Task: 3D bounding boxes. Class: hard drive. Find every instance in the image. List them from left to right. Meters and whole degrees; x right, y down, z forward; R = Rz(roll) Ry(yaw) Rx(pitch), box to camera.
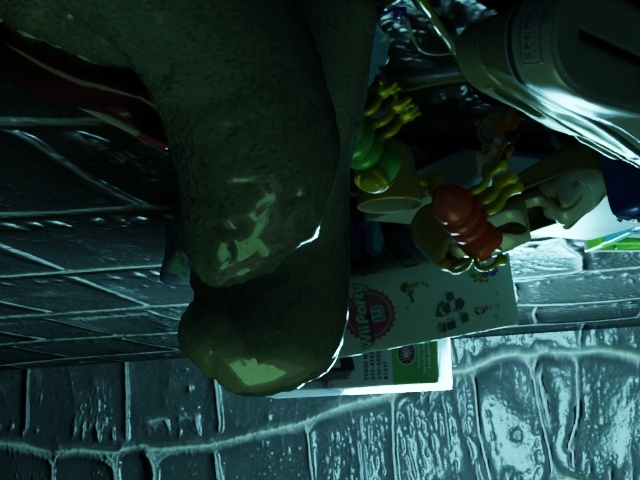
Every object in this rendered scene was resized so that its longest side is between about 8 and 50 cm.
[{"bbox_3d":[0.238,-0.048,1.226,0.318,0.040,0.210,4,167,-29],"label":"hard drive"}]

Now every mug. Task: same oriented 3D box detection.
[{"bbox_3d":[0.067,-0.065,1.049,0.062,0.064,0.078,2,167,-20],"label":"mug"}]

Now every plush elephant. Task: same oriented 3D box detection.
[{"bbox_3d":[-0.119,-0.106,0.343,0.255,0.272,0.330,-11,145,-28],"label":"plush elephant"}]

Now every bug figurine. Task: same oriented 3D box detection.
[{"bbox_3d":[0.023,-0.034,0.972,0.279,0.072,0.216,-10,137,39],"label":"bug figurine"}]

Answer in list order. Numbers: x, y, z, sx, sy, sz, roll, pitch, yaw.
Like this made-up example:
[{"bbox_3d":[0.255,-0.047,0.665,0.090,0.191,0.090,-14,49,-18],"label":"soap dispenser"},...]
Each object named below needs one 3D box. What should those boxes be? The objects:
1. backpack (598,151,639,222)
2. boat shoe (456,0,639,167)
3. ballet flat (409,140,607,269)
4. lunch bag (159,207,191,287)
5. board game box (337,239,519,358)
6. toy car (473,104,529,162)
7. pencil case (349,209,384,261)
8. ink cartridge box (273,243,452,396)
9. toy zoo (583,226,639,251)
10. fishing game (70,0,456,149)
[{"bbox_3d":[0.333,-0.066,1.017,0.120,0.098,0.101,3,164,-23],"label":"backpack"},{"bbox_3d":[0.226,-0.112,0.812,0.302,0.109,0.094,19,173,-39],"label":"boat shoe"},{"bbox_3d":[0.202,-0.028,1.060,0.232,0.073,0.080,-22,131,-3],"label":"ballet flat"},{"bbox_3d":[-0.095,0.005,1.271,0.151,0.096,0.129,12,161,-16],"label":"lunch bag"},{"bbox_3d":[0.068,0.068,1.364,0.303,0.097,0.224,-10,-174,-1],"label":"board game box"},{"bbox_3d":[0.153,-0.085,1.000,0.040,0.060,0.122,28,163,7],"label":"toy car"},{"bbox_3d":[0.000,0.000,1.356,0.151,0.064,0.070,-8,179,22],"label":"pencil case"},{"bbox_3d":[0.040,0.118,1.601,0.278,0.201,0.117,-5,168,16],"label":"ink cartridge box"},{"bbox_3d":[0.481,-0.026,1.412,0.192,0.030,0.293,0,169,-11],"label":"toy zoo"},{"bbox_3d":[-0.041,-0.129,0.783,0.264,0.041,0.189,-16,165,21],"label":"fishing game"}]
